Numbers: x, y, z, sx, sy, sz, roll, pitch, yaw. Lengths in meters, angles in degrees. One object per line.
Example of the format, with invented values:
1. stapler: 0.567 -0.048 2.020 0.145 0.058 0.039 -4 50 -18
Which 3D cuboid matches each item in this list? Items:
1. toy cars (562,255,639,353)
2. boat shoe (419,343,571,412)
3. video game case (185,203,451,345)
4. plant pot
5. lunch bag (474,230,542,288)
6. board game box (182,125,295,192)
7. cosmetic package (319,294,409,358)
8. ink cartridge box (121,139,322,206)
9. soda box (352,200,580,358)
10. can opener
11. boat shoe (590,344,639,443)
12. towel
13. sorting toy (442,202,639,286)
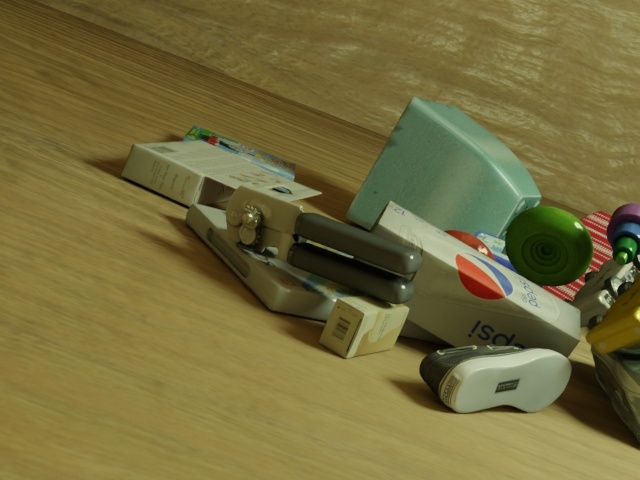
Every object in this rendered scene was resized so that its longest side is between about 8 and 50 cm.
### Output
1. toy cars: 0.415 0.089 1.466 0.087 0.176 0.393 56 4 -1
2. boat shoe: 0.199 0.152 1.267 0.228 0.080 0.076 -1 26 -43
3. video game case: 0.015 0.046 1.487 0.329 0.036 0.300 14 14 -32
4. plant pot: 0.245 -0.081 1.985 0.252 0.248 0.247 35 16 19
5. lunch bag: 0.283 0.049 1.715 0.129 0.096 0.151 22 -6 8
6. board game box: -0.151 -0.153 2.061 0.211 0.039 0.160 21 12 -5
7. cosmetic package: 0.052 0.098 1.273 0.041 0.060 0.115 29 16 27
8. ink cartridge box: -0.147 -0.088 1.739 0.239 0.060 0.275 25 12 11
9. soda box: 0.179 0.070 1.379 0.286 0.098 0.091 31 24 1
10. can opener: 0.000 0.000 1.338 0.280 0.074 0.093 21 15 33
11. boat shoe: 0.422 0.189 1.456 0.118 0.103 0.320 3 6 4
12. towel: 0.435 0.046 1.849 0.275 0.031 0.199 -28 35 -21
13. sorting toy: 0.285 0.039 1.552 0.365 0.127 0.126 -14 21 33
